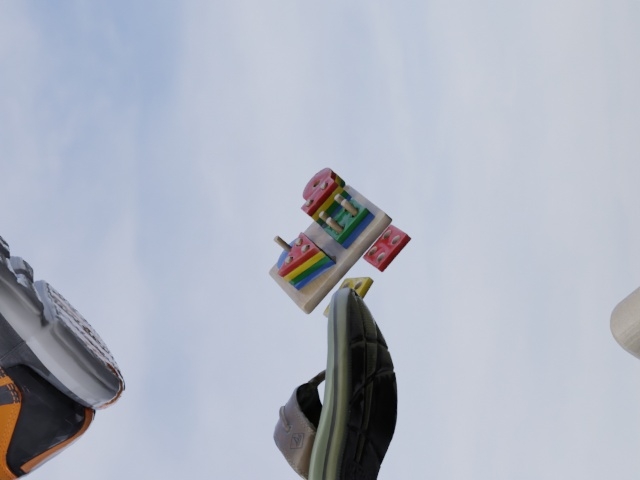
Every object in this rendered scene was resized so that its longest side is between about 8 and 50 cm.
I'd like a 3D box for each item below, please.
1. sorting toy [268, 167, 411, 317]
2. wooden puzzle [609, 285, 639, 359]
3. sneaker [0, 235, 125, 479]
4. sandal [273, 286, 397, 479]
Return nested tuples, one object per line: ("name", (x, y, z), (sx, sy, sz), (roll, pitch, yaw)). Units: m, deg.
("sorting toy", (0.000, 0.000, 1.722), (0.046, 0.132, 0.274), (41, -179, -23))
("wooden puzzle", (0.555, 0.117, 1.862), (0.348, 0.322, 0.080), (35, -142, -13))
("sneaker", (-0.282, 0.042, 1.001), (0.321, 0.180, 0.124), (49, -179, -18))
("sandal", (0.000, 0.174, 1.357), (0.120, 0.086, 0.302), (53, -140, -53))
